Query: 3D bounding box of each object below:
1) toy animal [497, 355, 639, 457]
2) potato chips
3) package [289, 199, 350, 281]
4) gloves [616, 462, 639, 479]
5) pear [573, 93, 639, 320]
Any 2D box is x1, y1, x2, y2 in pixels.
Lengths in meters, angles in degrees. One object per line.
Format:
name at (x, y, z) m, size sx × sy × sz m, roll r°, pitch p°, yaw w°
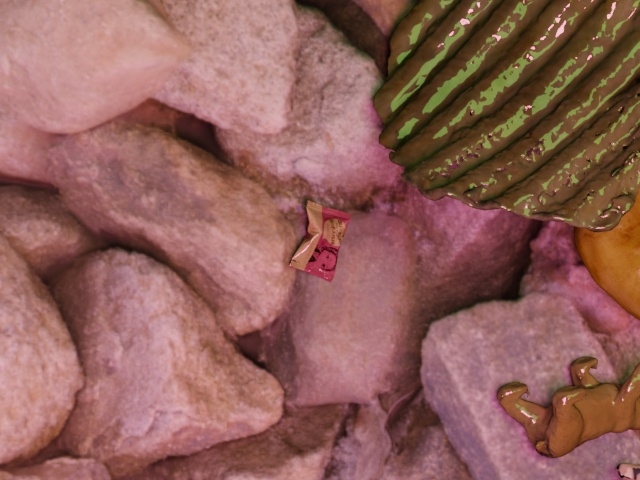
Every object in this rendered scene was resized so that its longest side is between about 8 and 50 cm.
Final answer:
toy animal at (0.325, 0.198, 1.870) m, size 0.219 × 0.103 × 0.101 m, roll -16°, pitch 102°, yaw -27°
potato chips at (0.232, -0.193, 1.801) m, size 0.373 × 0.097 × 0.389 m, roll 15°, pitch 71°, yaw 28°
package at (0.000, 0.000, 1.815) m, size 0.059 × 0.029 × 0.083 m, roll 20°, pitch 80°, yaw -24°
gloves at (0.429, 0.315, 1.866) m, size 0.212 × 0.111 × 0.127 m, roll -6°, pitch 83°, yaw -31°
pear at (0.453, -0.055, 1.878) m, size 0.304 × 0.304 × 0.304 m, roll 6°, pitch 74°, yaw -21°
